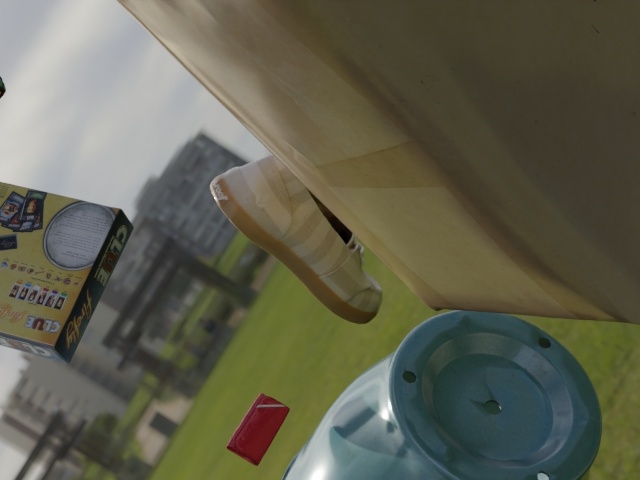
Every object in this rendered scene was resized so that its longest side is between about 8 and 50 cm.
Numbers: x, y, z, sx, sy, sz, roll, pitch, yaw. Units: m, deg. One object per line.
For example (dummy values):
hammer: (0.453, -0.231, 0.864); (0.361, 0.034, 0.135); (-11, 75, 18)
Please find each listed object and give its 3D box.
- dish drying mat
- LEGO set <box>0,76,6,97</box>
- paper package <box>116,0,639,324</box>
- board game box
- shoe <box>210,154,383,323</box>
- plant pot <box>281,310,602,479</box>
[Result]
dish drying mat: (-0.053, 0.162, 1.231); (0.008, 0.032, 0.083); (-60, -3, 32)
LEGO set: (-0.337, -0.129, 1.182); (0.244, 0.060, 0.183); (-16, 59, 34)
paper package: (0.092, -0.160, 0.768); (0.168, 0.325, 0.309); (0, 52, 53)
board game box: (-0.336, 0.022, 1.478); (0.042, 0.243, 0.165); (64, -136, -57)
shoe: (0.000, 0.000, 1.049); (0.058, 0.076, 0.219); (-40, -36, 6)
plant pot: (0.114, 0.203, 1.234); (0.272, 0.271, 0.255); (-60, -7, -40)
